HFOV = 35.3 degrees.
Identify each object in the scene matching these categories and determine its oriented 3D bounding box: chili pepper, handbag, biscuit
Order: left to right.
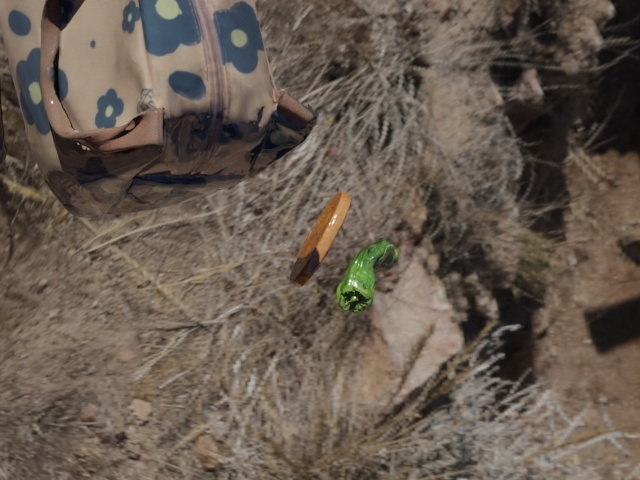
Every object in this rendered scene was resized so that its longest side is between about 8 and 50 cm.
[{"bbox_3d":[-0.127,-0.154,0.753,0.190,0.193,0.251,-16,93,-32],"label":"handbag"},{"bbox_3d":[0.000,0.000,0.861,0.015,0.078,0.091,30,79,-8],"label":"biscuit"},{"bbox_3d":[0.033,0.021,0.718,0.034,0.030,0.091,59,29,-10],"label":"chili pepper"}]

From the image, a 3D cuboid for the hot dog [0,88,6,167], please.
[{"bbox_3d":[-0.221,-0.032,0.467,0.114,0.259,0.175,18,35,-6],"label":"hot dog"}]
